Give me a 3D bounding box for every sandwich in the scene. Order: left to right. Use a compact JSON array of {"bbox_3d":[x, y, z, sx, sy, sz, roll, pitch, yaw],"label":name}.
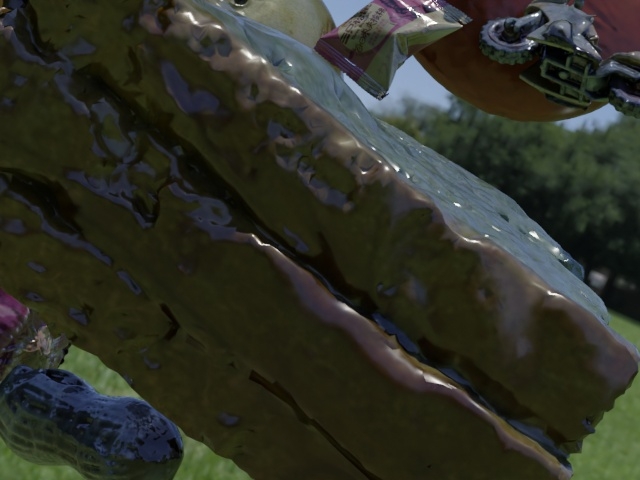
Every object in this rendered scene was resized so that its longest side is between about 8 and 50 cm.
[{"bbox_3d":[-0.001,0.000,0.571,0.262,0.131,0.325,38,7,2],"label":"sandwich"}]

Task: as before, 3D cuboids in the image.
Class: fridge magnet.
[{"bbox_3d":[0.254,-0.318,1.588,0.363,0.363,0.155,23,-15,-7],"label":"fridge magnet"}]

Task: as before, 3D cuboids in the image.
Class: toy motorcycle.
[{"bbox_3d":[0.295,-0.212,1.428,0.229,0.094,0.130,27,48,23],"label":"toy motorcycle"}]

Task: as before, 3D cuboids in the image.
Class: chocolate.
[{"bbox_3d":[-0.249,0.199,1.341,0.248,0.110,0.110,14,-3,38],"label":"chocolate"}]

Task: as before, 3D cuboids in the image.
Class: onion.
[{"bbox_3d":[-0.399,0.103,1.523,0.163,0.230,0.230,30,5,17],"label":"onion"}]

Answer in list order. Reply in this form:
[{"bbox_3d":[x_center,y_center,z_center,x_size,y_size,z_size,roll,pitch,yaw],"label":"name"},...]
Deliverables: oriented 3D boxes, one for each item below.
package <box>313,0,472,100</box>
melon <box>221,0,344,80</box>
[{"bbox_3d":[0.045,-0.128,0.786,0.059,0.083,0.029,43,-14,22],"label":"package"},{"bbox_3d":[-0.108,-0.166,1.384,0.268,0.268,0.330,24,-28,3],"label":"melon"}]
